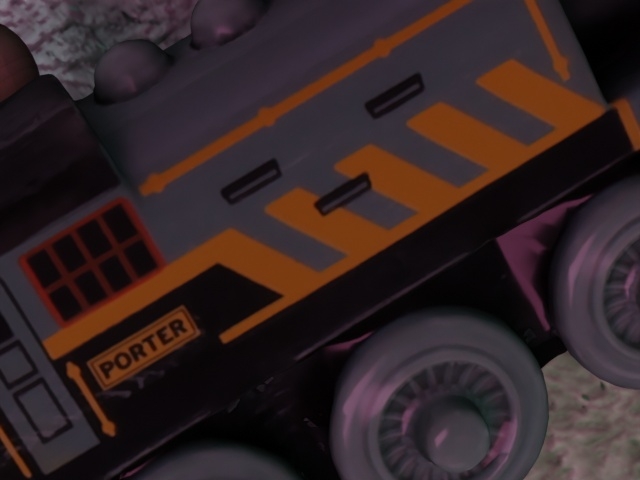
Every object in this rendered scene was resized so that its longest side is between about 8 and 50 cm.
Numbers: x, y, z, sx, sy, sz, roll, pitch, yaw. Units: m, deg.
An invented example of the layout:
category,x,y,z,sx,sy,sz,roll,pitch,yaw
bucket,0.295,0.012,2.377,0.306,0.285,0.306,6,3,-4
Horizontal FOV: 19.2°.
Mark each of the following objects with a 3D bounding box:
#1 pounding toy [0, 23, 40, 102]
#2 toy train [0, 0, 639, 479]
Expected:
category,x,y,z,sx,sy,sz,roll,pitch,yaw
pounding toy,-0.105,0.023,0.757,0.237,0.110,0.183,32,95,-33
toy train,0.000,0.000,0.647,0.334,0.142,0.190,-31,113,-4
